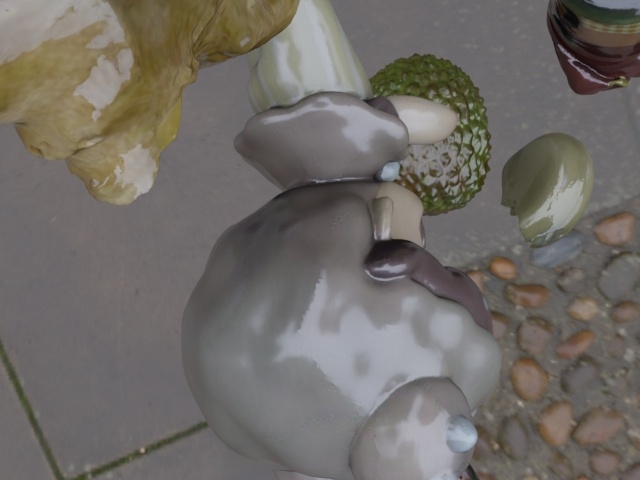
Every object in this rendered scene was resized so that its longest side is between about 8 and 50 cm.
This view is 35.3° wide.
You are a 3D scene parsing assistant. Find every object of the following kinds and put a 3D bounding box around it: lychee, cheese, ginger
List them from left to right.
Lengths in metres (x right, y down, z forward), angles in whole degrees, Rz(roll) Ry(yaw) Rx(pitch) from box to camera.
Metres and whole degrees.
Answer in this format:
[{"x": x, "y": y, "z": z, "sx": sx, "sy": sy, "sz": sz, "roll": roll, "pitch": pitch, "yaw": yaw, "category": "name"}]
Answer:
[{"x": -0.118, "y": -0.119, "z": 0.418, "sx": 0.123, "sy": 0.270, "sz": 0.219, "roll": -9, "pitch": 117, "yaw": 30, "category": "ginger"}, {"x": 0.148, "y": -0.145, "z": 1.657, "sx": 0.270, "sy": 0.270, "sz": 0.320, "roll": 38, "pitch": 83, "yaw": -13, "category": "lychee"}, {"x": 0.370, "y": -0.081, "z": 1.656, "sx": 0.091, "sy": 0.175, "sz": 0.202, "roll": 28, "pitch": 49, "yaw": -23, "category": "cheese"}]

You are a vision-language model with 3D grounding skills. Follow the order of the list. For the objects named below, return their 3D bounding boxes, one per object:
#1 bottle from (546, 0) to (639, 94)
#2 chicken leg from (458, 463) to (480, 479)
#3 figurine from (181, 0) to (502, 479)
[{"x": 0.295, "y": -0.227, "z": 1.003, "sx": 0.143, "sy": 0.271, "sz": 0.156, "roll": 38, "pitch": 90, "yaw": 16, "category": "bottle"}, {"x": 0.136, "y": 0.259, "z": 1.146, "sx": 0.051, "sy": 0.106, "sz": 0.253, "roll": -40, "pitch": 145, "yaw": -7, "category": "chicken leg"}, {"x": 0.000, "y": -0.001, "z": 0.694, "sx": 0.203, "sy": 0.248, "sz": 0.381, "roll": -2, "pitch": 79, "yaw": -28, "category": "figurine"}]
